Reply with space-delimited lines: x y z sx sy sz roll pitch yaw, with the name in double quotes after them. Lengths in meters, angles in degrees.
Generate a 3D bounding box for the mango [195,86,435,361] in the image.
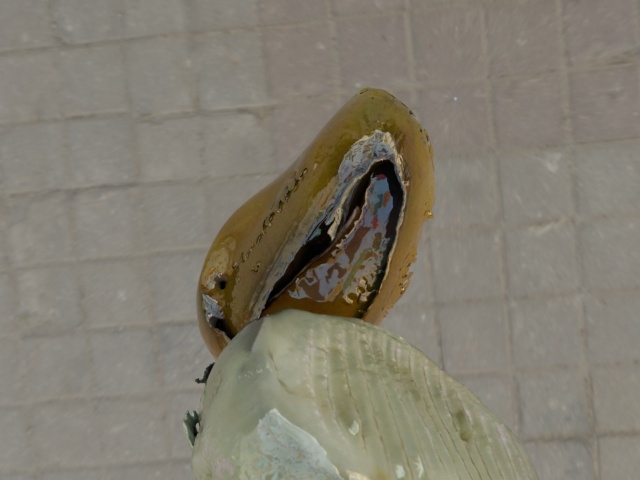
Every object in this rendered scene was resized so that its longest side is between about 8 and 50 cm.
0.000 0.000 0.922 0.156 0.151 0.249 30 100 24 "mango"

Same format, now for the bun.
0.018 0.150 0.775 0.239 0.239 0.141 32 107 2 "bun"
